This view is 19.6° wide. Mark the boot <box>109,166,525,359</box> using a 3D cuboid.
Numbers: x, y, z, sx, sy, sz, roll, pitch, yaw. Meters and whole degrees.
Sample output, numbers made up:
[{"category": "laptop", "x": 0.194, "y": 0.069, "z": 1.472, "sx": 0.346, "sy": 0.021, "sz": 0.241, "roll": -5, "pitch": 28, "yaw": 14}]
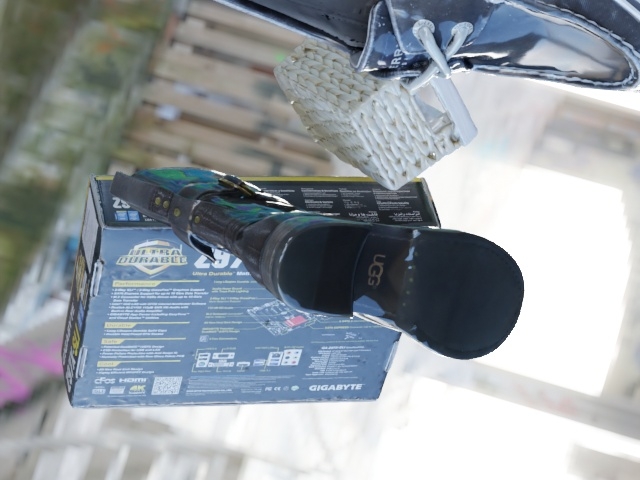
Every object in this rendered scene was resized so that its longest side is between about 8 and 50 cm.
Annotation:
[{"category": "boot", "x": 0.000, "y": 0.000, "z": 1.374, "sx": 0.229, "sy": 0.263, "sz": 0.091, "roll": 25, "pitch": -83, "yaw": 54}]

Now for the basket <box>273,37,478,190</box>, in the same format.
[{"category": "basket", "x": 0.047, "y": -0.132, "z": 1.721, "sx": 0.103, "sy": 0.167, "sz": 0.113, "roll": -39, "pitch": 125, "yaw": -10}]

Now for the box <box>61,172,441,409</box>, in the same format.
[{"category": "box", "x": -0.072, "y": 0.051, "z": 1.760, "sx": 0.079, "sy": 0.322, "sz": 0.257, "roll": -106, "pitch": -158, "yaw": -43}]

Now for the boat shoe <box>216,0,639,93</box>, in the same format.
[{"category": "boat shoe", "x": 0.049, "y": -0.128, "z": 0.974, "sx": 0.108, "sy": 0.301, "sz": 0.102, "roll": 114, "pitch": -2, "yaw": -60}]
